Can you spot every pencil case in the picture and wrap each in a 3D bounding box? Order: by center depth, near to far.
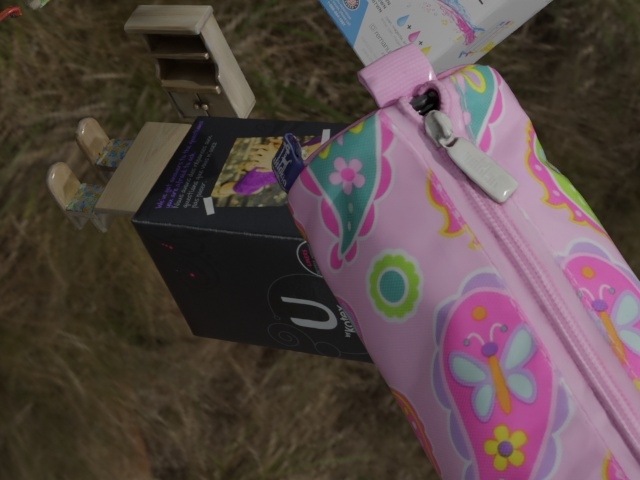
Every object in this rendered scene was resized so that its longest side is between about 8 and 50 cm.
[{"bbox_3d":[0.094,0.054,0.543,0.124,0.284,0.124,-26,160,-10],"label":"pencil case"}]

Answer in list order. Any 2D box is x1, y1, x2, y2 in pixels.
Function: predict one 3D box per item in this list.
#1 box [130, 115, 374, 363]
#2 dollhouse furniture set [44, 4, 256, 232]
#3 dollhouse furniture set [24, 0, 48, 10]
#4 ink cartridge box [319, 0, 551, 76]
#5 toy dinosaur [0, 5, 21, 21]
[{"bbox_3d":[0.000,0.000,1.105,0.143,0.270,0.165,-63,146,-35],"label":"box"},{"bbox_3d":[-0.193,-0.138,1.487,0.242,0.212,0.161,-64,145,-31],"label":"dollhouse furniture set"},{"bbox_3d":[-0.334,-0.425,1.518,0.197,0.301,0.151,-39,91,-7],"label":"dollhouse furniture set"},{"bbox_3d":[0.089,-0.175,0.848,0.143,0.092,0.090,-39,170,26],"label":"ink cartridge box"},{"bbox_3d":[-0.311,-0.185,1.163,0.047,0.082,0.090,22,54,-62],"label":"toy dinosaur"}]
